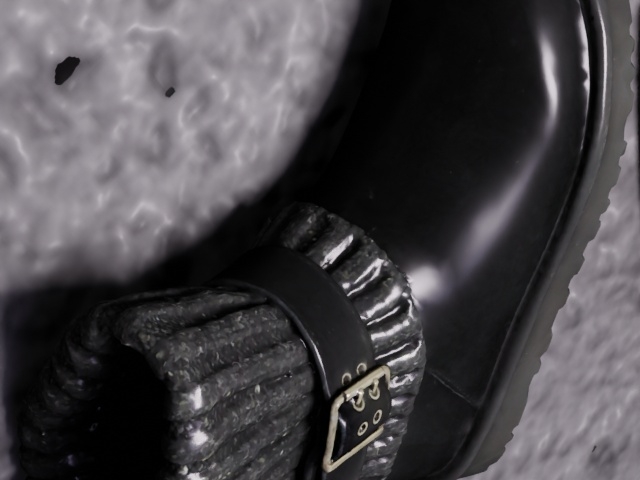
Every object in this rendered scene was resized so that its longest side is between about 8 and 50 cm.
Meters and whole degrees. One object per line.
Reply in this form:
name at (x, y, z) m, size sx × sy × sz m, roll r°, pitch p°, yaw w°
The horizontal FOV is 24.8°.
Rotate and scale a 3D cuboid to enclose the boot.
boot at (0.002, 0.003, 0.685) m, size 0.260 × 0.131 × 0.348 m, roll -8°, pitch 117°, yaw -39°
